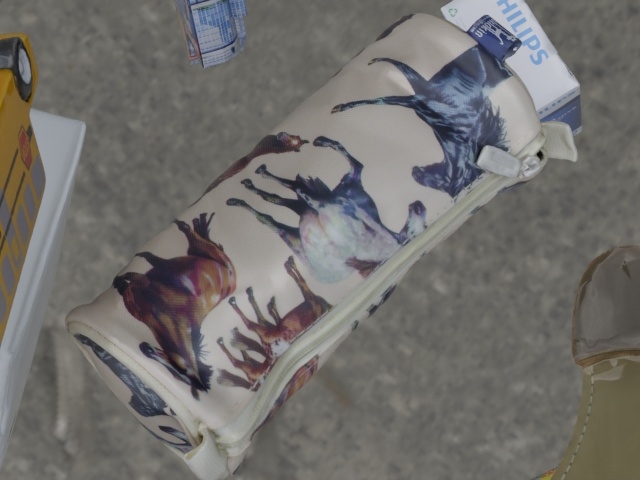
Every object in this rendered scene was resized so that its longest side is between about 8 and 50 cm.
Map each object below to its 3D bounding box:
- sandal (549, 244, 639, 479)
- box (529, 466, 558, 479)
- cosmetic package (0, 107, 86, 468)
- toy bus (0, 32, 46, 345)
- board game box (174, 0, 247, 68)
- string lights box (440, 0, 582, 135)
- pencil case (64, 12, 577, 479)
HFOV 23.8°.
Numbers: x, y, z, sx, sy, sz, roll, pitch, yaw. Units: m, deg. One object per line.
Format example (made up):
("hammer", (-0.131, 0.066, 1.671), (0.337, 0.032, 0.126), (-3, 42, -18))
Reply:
("sandal", (0.174, 0.128, 0.838), (0.088, 0.240, 0.079), (-1, 160, 33))
("box", (0.381, 0.417, 1.746), (0.290, 0.177, 0.279), (12, 121, 64))
("cosmetic package", (-0.510, 0.027, 1.739), (0.393, 0.327, 0.329), (15, 146, -7))
("toy bus", (-0.274, -0.033, 1.110), (0.108, 0.333, 0.130), (-9, 122, 5))
("board game box", (-0.108, -0.243, 1.425), (0.060, 0.194, 0.194), (-16, 119, -6))
("string lights box", (0.195, -0.166, 1.505), (0.077, 0.259, 0.133), (-31, 80, 7))
("pencil case", (0.000, 0.000, 1.128), (0.183, 0.410, 0.160), (22, 147, 42))
